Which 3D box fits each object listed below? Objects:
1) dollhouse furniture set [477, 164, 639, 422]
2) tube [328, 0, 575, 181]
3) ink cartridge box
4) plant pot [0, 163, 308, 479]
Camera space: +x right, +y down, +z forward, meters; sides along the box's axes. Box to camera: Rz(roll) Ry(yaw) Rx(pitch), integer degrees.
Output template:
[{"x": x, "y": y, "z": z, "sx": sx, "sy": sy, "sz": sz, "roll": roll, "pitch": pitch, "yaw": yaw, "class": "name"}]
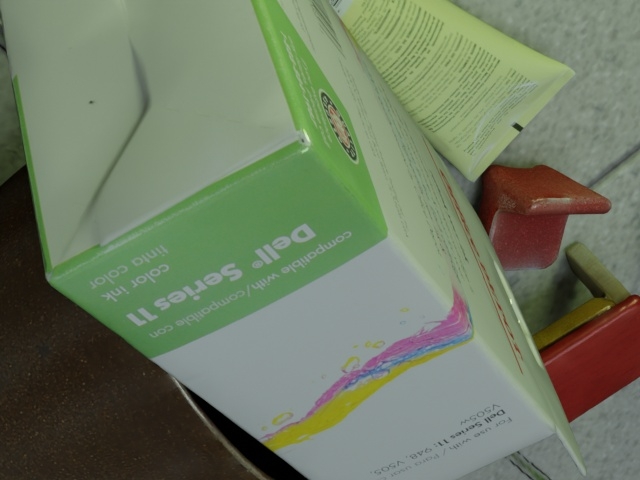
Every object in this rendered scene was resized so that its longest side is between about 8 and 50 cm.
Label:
[{"x": 0.266, "y": -0.031, "z": 0.857, "sx": 0.374, "sy": 0.152, "sz": 0.201, "roll": -32, "pitch": 126, "yaw": -7, "class": "dollhouse furniture set"}, {"x": 0.041, "y": -0.111, "z": 0.766, "sx": 0.240, "sy": 0.070, "sz": 0.062, "roll": 27, "pitch": 64, "yaw": -38, "class": "tube"}, {"x": 0.000, "y": 0.000, "z": 0.676, "sx": 0.119, "sy": 0.207, "sz": 0.353, "roll": -28, "pitch": 141, "yaw": 12, "class": "ink cartridge box"}, {"x": -0.152, "y": 0.084, "z": 0.703, "sx": 0.230, "sy": 0.215, "sz": 0.215, "roll": -30, "pitch": 127, "yaw": 11, "class": "plant pot"}]
